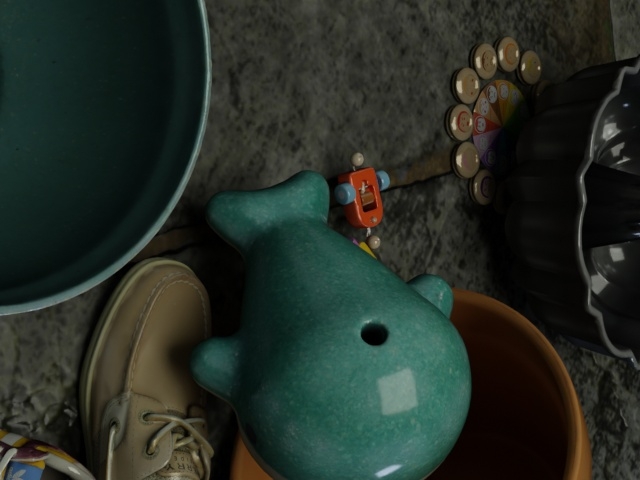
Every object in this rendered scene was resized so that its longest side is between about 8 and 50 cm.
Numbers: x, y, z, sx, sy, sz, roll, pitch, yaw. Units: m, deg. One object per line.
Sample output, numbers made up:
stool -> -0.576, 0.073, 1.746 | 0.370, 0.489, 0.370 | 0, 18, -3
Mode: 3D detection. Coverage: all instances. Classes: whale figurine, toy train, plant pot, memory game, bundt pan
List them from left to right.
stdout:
plant pot -> -0.239, -0.107, 0.726 | 0.293, 0.196, 0.293 | -1, 92, -42
toy train -> 0.000, 0.000, 1.055 | 0.166, 0.046, 0.125 | -27, 106, -42
whale figurine -> 0.006, 0.055, 0.892 | 0.216, 0.141, 0.272 | -14, 65, -18
plant pot -> 0.098, 0.211, 1.010 | 0.291, 0.291, 0.203 | -65, 144, -21
memory game -> 0.193, -0.119, 1.251 | 0.186, 0.012, 0.186 | -2, 93, -43
bundt pan -> 0.304, -0.036, 1.268 | 0.331, 0.124, 0.331 | -7, 100, -48

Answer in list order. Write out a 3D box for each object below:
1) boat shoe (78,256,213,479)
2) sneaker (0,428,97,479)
boat shoe -> -0.122, 0.164, 0.906 | 0.109, 0.098, 0.302 | 18, 79, -42
sneaker -> -0.231, 0.152, 0.815 | 0.185, 0.084, 0.070 | 21, 77, -41
